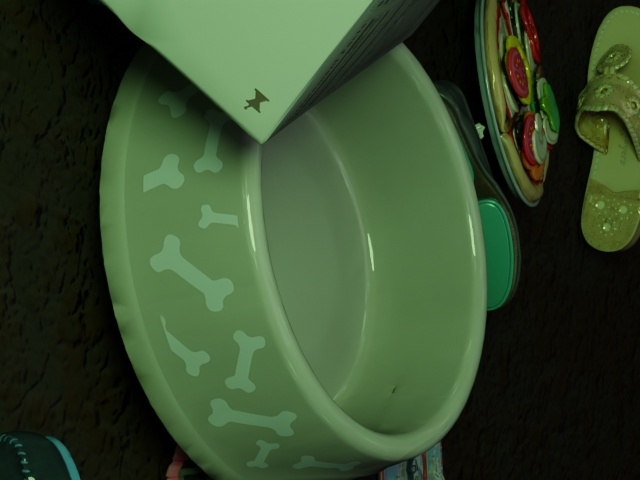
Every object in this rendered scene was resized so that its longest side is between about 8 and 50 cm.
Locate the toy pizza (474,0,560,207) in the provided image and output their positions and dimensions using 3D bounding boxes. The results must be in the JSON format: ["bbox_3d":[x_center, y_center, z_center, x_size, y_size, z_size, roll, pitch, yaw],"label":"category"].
[{"bbox_3d":[0.174,-0.129,1.540,0.201,0.032,0.201,-10,90,-72],"label":"toy pizza"}]

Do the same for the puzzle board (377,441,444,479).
[{"bbox_3d":[0.078,0.233,1.460,0.096,0.011,0.128,-13,100,-57],"label":"puzzle board"}]

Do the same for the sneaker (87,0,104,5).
[{"bbox_3d":[-0.094,-0.171,1.150,0.135,0.058,0.052,-22,108,-56],"label":"sneaker"}]

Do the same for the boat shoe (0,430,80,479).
[{"bbox_3d":[-0.176,0.225,0.962,0.089,0.109,0.258,13,61,-35],"label":"boat shoe"}]

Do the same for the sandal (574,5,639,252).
[{"bbox_3d":[0.281,-0.109,1.703,0.079,0.088,0.240,4,91,-63],"label":"sandal"}]

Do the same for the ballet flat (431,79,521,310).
[{"bbox_3d":[0.119,-0.042,1.474,0.074,0.074,0.203,-45,120,-48],"label":"ballet flat"}]

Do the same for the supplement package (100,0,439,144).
[{"bbox_3d":[-0.003,-0.224,1.060,0.199,0.198,0.263,42,30,3],"label":"supplement package"}]

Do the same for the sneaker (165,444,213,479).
[{"bbox_3d":[-0.075,0.133,1.199,0.057,0.047,0.119,-8,98,-68],"label":"sneaker"}]

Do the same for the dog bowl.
[{"bbox_3d":[0.000,0.000,1.212,0.349,0.102,0.348,23,63,-54],"label":"dog bowl"}]
